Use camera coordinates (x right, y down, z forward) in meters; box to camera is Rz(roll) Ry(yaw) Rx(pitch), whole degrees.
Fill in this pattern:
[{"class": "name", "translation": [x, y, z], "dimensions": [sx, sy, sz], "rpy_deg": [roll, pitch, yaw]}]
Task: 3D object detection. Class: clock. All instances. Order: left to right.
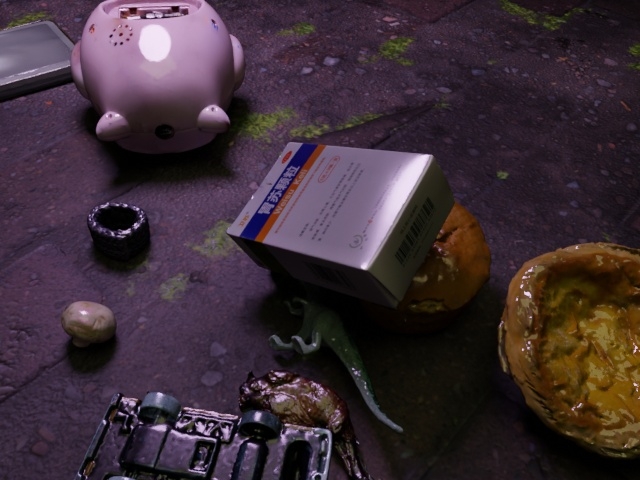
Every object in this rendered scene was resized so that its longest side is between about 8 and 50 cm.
[{"class": "clock", "translation": [-0.337, -0.357, 1.300], "dimensions": [0.368, 0.251, 0.377], "rpy_deg": [-6, 46, -11]}]

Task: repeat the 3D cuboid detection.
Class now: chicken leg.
[{"class": "chicken leg", "translation": [-0.005, 0.259, 0.868], "dimensions": [0.253, 0.051, 0.106], "rpy_deg": [31, 57, 22]}]

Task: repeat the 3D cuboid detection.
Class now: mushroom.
[{"class": "mushroom", "translation": [-0.357, 0.129, 0.952], "dimensions": [0.083, 0.067, 0.083], "rpy_deg": [20, 12, -4]}]

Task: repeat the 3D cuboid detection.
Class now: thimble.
[{"class": "thimble", "translation": [-0.357, -0.022, 1.099], "dimensions": [0.104, 0.066, 0.095], "rpy_deg": [36, 55, 27]}]

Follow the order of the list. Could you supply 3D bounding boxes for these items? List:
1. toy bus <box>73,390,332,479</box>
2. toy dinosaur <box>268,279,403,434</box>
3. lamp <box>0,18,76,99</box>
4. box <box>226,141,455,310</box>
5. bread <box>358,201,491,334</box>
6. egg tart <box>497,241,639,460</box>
[{"class": "toy bus", "translation": [-0.127, 0.293, 0.744], "dimensions": [0.275, 0.167, 0.138], "rpy_deg": [6, 45, 7]}, {"class": "toy dinosaur", "translation": [-0.006, 0.165, 0.929], "dimensions": [0.129, 0.076, 0.383], "rpy_deg": [-10, 39, -11]}, {"class": "lamp", "translation": [-0.726, -0.442, 1.491], "dimensions": [0.269, 0.047, 0.266], "rpy_deg": [-26, 54, -28]}, {"class": "box", "translation": [0.026, -0.037, 0.949], "dimensions": [0.299, 0.106, 0.200], "rpy_deg": [14, 64, 42]}, {"class": "bread", "translation": [0.161, 0.032, 1.040], "dimensions": [0.268, 0.146, 0.268], "rpy_deg": [2, 50, -2]}, {"class": "egg tart", "translation": [0.419, 0.163, 0.922], "dimensions": [0.341, 0.129, 0.341], "rpy_deg": [2, 63, -4]}]
